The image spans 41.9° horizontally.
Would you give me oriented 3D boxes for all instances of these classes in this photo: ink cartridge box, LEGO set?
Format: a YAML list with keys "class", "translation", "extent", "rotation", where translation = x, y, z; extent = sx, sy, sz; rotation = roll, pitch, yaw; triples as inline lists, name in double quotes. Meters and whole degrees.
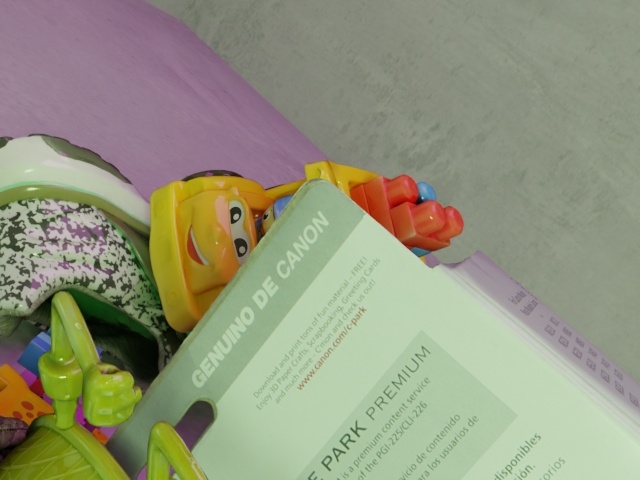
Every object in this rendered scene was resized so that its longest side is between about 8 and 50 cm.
- class: "ink cartridge box"
  translation: [0.026, 0.165, 0.429]
  extent: [0.272, 0.309, 0.130]
  rotation: [42, 13, 14]
- class: "LEGO set"
  translation: [-0.174, 0.125, 0.526]
  extent: [0.093, 0.087, 0.227]
  rotation: [37, 14, -4]

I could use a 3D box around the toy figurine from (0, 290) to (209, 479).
- class: "toy figurine"
  translation: [-0.084, 0.219, 0.248]
  extent: [0.217, 0.191, 0.362]
  rotation: [-28, 62, -33]

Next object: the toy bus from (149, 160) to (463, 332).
- class: "toy bus"
  translation: [0.000, 0.000, 0.700]
  extent: [0.220, 0.211, 0.150]
  rotation: [11, 63, -48]

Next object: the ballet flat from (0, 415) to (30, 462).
- class: "ballet flat"
  translation: [-0.225, 0.123, 0.344]
  extent: [0.249, 0.058, 0.084]
  rotation: [-12, 63, -52]

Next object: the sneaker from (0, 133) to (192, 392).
- class: "sneaker"
  translation: [-0.144, 0.071, 0.762]
  extent: [0.410, 0.158, 0.182]
  rotation: [24, 40, -40]
